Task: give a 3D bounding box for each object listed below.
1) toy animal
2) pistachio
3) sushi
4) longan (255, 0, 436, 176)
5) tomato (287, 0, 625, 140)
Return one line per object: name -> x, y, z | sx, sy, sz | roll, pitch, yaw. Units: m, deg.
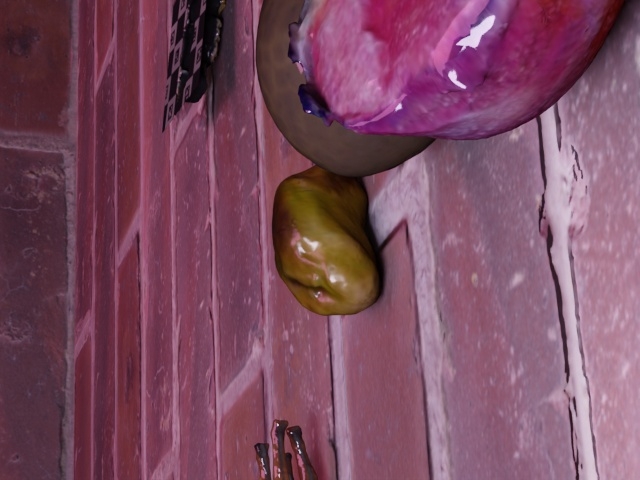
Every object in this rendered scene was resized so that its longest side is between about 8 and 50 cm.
toy animal -> -0.009, 0.283, 1.481 | 0.224, 0.066, 0.229 | 115, 147, -59
pistachio -> -0.001, 0.001, 1.467 | 0.189, 0.100, 0.110 | -104, 29, -42
sushi -> -0.168, -0.276, 2.157 | 0.192, 0.051, 0.215 | 141, 136, -62
longan -> 0.038, -0.160, 1.246 | 0.198, 0.198, 0.212 | 141, 137, -67
tomato -> 0.123, -0.211, 1.014 | 0.289, 0.176, 0.335 | -44, 40, 35
